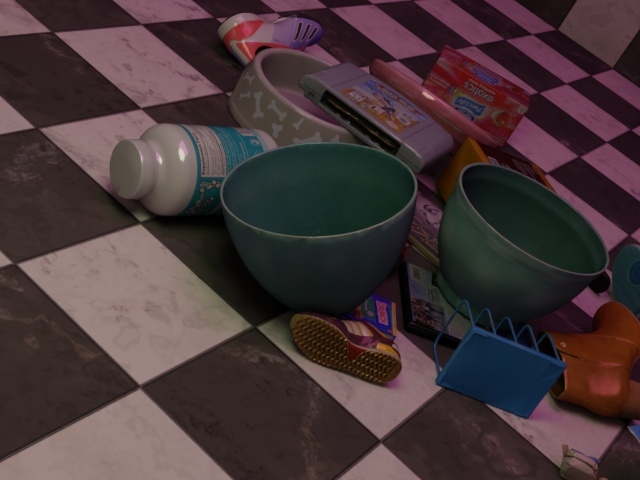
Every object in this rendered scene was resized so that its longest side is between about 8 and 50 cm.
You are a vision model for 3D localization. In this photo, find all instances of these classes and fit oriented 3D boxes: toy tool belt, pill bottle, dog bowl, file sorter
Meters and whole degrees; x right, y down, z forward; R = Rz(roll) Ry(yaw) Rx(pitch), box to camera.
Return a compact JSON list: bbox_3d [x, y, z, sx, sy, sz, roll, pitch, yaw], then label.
[{"bbox_3d":[0.407,0.347,1.532,0.083,0.052,0.051,26,39,-8],"label":"toy tool belt"},{"bbox_3d":[-0.200,-0.112,1.597,0.264,0.146,0.146,-3,43,-42],"label":"pill bottle"},{"bbox_3d":[-0.014,-0.269,2.038,0.349,0.102,0.348,21,31,-14],"label":"dog bowl"},{"bbox_3d":[0.282,0.185,1.600,0.170,0.118,0.104,22,28,-13],"label":"file sorter"}]

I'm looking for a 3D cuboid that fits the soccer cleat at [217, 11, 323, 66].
[{"bbox_3d":[-0.096,-0.443,2.246,0.318,0.109,0.116,-12,71,-52],"label":"soccer cleat"}]

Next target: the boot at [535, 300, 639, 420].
[{"bbox_3d":[0.475,0.187,1.778,0.211,0.104,0.295,20,36,-17],"label":"boot"}]

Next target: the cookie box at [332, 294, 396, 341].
[{"bbox_3d":[0.066,0.119,1.585,0.107,0.040,0.091,24,30,-12],"label":"cookie box"}]

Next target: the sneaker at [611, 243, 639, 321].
[{"bbox_3d":[0.740,0.149,2.049,0.208,0.127,0.319,9,46,-29],"label":"sneaker"}]

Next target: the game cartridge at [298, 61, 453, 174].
[{"bbox_3d":[0.117,-0.249,1.970,0.297,0.062,0.198,38,35,12],"label":"game cartridge"}]

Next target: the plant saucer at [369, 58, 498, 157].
[{"bbox_3d":[0.233,-0.273,2.189,0.332,0.084,0.332,35,8,-6],"label":"plant saucer"}]

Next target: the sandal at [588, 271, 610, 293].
[{"bbox_3d":[0.539,0.038,2.098,0.040,0.067,0.179,-11,51,-34],"label":"sandal"}]

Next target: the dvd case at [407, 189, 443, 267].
[{"bbox_3d":[0.217,-0.020,1.947,0.221,0.018,0.165,43,32,21],"label":"dvd case"}]

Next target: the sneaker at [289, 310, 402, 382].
[{"bbox_3d":[0.035,0.149,1.499,0.186,0.069,0.084,28,21,-15],"label":"sneaker"}]

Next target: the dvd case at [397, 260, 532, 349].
[{"bbox_3d":[0.255,0.137,1.742,0.253,0.022,0.180,22,32,-14],"label":"dvd case"}]

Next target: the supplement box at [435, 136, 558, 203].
[{"bbox_3d":[0.375,-0.085,2.054,0.194,0.129,0.191,18,30,-27],"label":"supplement box"}]

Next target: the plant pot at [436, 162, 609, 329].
[{"bbox_3d":[0.322,0.031,1.740,0.293,0.196,0.293,22,31,-14],"label":"plant pot"}]

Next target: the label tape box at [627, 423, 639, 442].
[{"bbox_3d":[0.617,0.433,1.530,0.241,0.105,0.333,2,39,-40],"label":"label tape box"}]

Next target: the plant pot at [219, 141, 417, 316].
[{"bbox_3d":[0.000,0.000,1.516,0.290,0.195,0.290,-2,32,1],"label":"plant pot"}]

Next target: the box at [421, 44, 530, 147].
[{"bbox_3d":[0.383,-0.360,2.489,0.257,0.128,0.122,30,30,-1],"label":"box"}]

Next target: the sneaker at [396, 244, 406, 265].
[{"bbox_3d":[0.097,-0.032,1.804,0.125,0.104,0.262,2,24,8],"label":"sneaker"}]
